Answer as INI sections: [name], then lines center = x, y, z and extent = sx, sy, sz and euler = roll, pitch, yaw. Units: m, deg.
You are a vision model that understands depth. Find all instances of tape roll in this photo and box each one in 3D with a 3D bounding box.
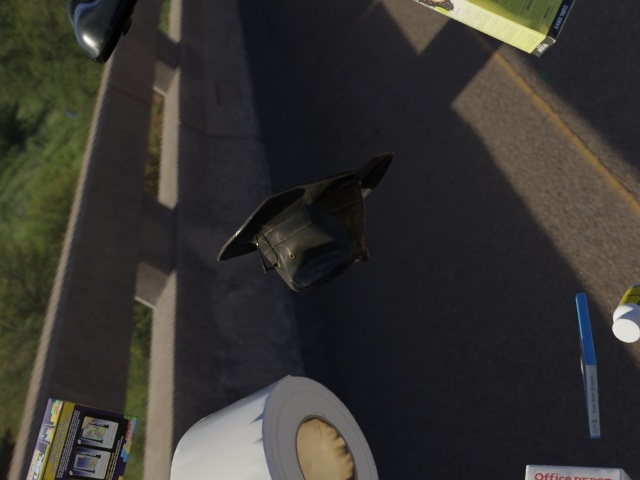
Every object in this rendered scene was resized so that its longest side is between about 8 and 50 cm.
[tape roll]
center = -0.055, 0.325, 1.125
extent = 0.169, 0.246, 0.246
euler = -30, 36, 26

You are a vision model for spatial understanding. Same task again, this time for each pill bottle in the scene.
[pill bottle]
center = 0.558, 0.130, 1.487
extent = 0.065, 0.065, 0.116
euler = -28, 9, 44

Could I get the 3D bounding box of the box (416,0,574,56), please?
[box]
center = 0.179, -0.300, 1.008
extent = 0.087, 0.232, 0.058
euler = 6, -71, -87

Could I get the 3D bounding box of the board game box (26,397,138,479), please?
[board game box]
center = -0.369, 0.340, 1.293
extent = 0.048, 0.141, 0.170
euler = -3, 69, 46

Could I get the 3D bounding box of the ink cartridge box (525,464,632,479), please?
[ink cartridge box]
center = 0.503, 0.587, 1.645
extent = 0.197, 0.114, 0.273
euler = -7, 55, 31

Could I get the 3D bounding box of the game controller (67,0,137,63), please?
[game controller]
center = -0.133, -0.305, 0.720
extent = 0.319, 0.067, 0.166
euler = -61, 31, 15

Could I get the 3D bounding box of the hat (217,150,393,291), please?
[hat]
center = 0.000, 0.000, 1.300
extent = 0.331, 0.331, 0.134
euler = -34, 79, 37

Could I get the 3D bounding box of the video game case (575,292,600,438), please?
[video game case]
center = 0.358, 0.169, 1.125
extent = 0.015, 0.166, 0.119
euler = -7, 43, 15
